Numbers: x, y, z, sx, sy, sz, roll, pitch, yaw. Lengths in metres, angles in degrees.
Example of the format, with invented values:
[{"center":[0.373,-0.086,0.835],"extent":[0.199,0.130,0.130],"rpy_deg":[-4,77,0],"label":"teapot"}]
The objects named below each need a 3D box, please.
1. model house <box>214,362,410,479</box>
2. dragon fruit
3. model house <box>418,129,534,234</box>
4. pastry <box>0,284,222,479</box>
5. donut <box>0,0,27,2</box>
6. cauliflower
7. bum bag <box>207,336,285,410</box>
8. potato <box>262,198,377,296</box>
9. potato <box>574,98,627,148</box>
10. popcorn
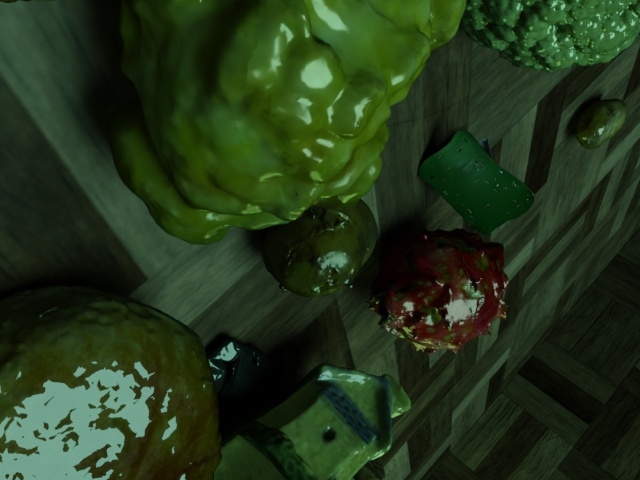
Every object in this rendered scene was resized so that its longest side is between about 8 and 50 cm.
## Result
[{"center":[0.010,0.341,0.904],"extent":[0.266,0.261,0.321],"rpy_deg":[-32,165,-38],"label":"model house"},{"center":[0.178,0.083,0.982],"extent":[0.268,0.210,0.205],"rpy_deg":[-15,108,-38],"label":"dragon fruit"},{"center":[0.250,-0.107,0.959],"extent":[0.117,0.167,0.088],"rpy_deg":[-44,-169,40],"label":"model house"},{"center":[-0.232,0.198,0.541],"extent":[0.329,0.136,0.330],"rpy_deg":[-20,119,-41],"label":"pastry"},{"center":[-0.173,-0.202,0.348],"extent":[0.140,0.059,0.141],"rpy_deg":[-37,146,-32],"label":"donut"},{"center":[0.284,-0.336,0.714],"extent":[0.272,0.275,0.250],"rpy_deg":[21,70,-42],"label":"cauliflower"},{"center":[-0.103,0.191,0.849],"extent":[0.087,0.049,0.197],"rpy_deg":[-56,150,-6],"label":"bum bag"},{"center":[0.000,0.000,0.731],"extent":[0.137,0.137,0.176],"rpy_deg":[-61,170,11],"label":"potato"},{"center":[0.630,-0.266,1.372],"extent":[0.170,0.080,0.107],"rpy_deg":[-29,150,-31],"label":"potato"},{"center":[-0.025,-0.129,0.459],"extent":[0.250,0.241,0.235],"rpy_deg":[-39,109,-39],"label":"popcorn"}]
